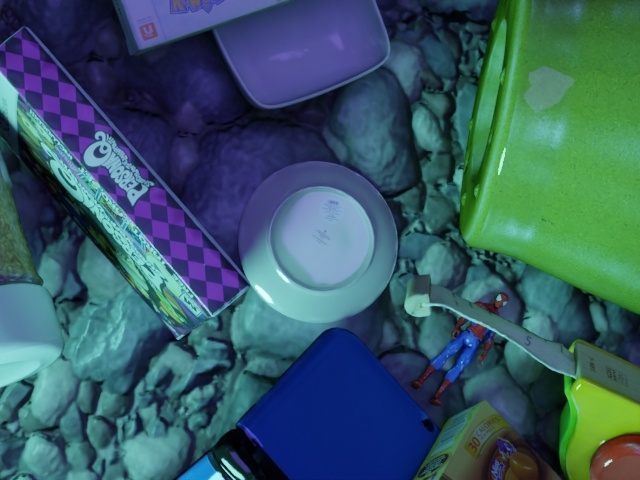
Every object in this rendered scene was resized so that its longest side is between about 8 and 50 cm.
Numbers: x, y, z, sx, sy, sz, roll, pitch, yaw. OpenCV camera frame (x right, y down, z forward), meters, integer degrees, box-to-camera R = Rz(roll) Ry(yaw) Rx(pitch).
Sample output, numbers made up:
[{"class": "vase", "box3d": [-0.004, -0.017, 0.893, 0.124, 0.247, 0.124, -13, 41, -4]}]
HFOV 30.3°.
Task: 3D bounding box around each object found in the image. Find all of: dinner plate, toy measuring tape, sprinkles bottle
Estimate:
[{"class": "dinner plate", "box3d": [0.000, 0.000, 1.011, 0.141, 0.017, 0.141, 2, 80, -13]}, {"class": "toy measuring tape", "box3d": [0.201, 0.143, 0.987, 0.330, 0.121, 0.121, 25, 77, -5]}, {"class": "sprinkles bottle", "box3d": [-0.297, -0.063, 0.874, 0.121, 0.121, 0.355, -17, 76, -14]}]

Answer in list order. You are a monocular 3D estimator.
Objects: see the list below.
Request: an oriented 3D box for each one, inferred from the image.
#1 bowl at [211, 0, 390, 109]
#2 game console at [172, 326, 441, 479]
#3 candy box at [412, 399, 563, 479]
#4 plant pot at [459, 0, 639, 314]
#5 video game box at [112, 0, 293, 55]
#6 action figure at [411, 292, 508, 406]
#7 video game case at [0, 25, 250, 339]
[{"class": "bowl", "box3d": [-0.026, -0.187, 1.013, 0.142, 0.053, 0.142, -23, 88, -15]}, {"class": "game console", "box3d": [0.007, 0.268, 0.967, 0.250, 0.173, 0.293, -41, 92, 16]}, {"class": "candy box", "box3d": [0.118, 0.227, 0.933, 0.109, 0.053, 0.187, 46, 41, -5]}, {"class": "plant pot", "box3d": [0.303, -0.082, 0.942, 0.353, 0.366, 0.366, 11, 79, 0]}, {"class": "video game box", "box3d": [-0.087, -0.269, 0.945, 0.205, 0.048, 0.187, -22, 101, -14]}, {"class": "action figure", "box3d": [0.127, 0.090, 1.021, 0.038, 0.030, 0.115, 40, 73, 0]}, {"class": "video game case", "box3d": [-0.156, -0.030, 0.880, 0.042, 0.210, 0.232, -41, 93, -16]}]
